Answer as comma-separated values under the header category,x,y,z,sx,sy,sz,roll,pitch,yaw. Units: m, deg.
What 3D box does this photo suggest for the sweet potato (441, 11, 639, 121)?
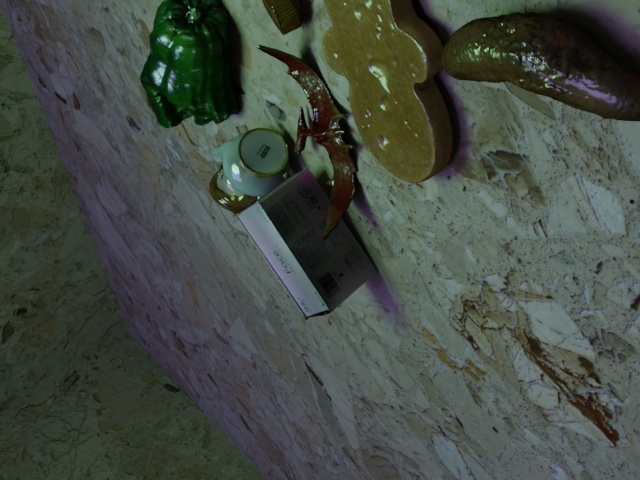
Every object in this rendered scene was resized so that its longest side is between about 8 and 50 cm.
category,x,y,z,sx,sy,sz,roll,pitch,yaw
sweet potato,0.250,-0.214,1.074,0.341,0.092,0.114,29,166,51

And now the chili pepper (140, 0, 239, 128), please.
category,x,y,z,sx,sy,sz,roll,pitch,yaw
chili pepper,-0.281,-0.342,1.911,0.213,0.168,0.385,55,157,18

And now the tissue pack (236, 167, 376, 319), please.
category,x,y,z,sx,sy,sz,roll,pitch,yaw
tissue pack,-0.023,0.006,1.757,0.246,0.149,0.092,56,145,-6

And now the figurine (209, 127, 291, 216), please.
category,x,y,z,sx,sy,sz,roll,pitch,yaw
figurine,-0.143,-0.131,1.909,0.190,0.142,0.263,36,156,-2

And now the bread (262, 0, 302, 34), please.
category,x,y,z,sx,sy,sz,roll,pitch,yaw
bread,-0.060,-0.390,1.547,0.085,0.053,0.085,60,177,5

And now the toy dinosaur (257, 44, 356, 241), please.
category,x,y,z,sx,sy,sz,roll,pitch,yaw
toy dinosaur,-0.022,-0.189,1.627,0.207,0.113,0.327,40,147,40

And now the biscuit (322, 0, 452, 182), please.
category,x,y,z,sx,sy,sz,roll,pitch,yaw
biscuit,0.102,-0.252,1.375,0.275,0.052,0.354,17,133,59
